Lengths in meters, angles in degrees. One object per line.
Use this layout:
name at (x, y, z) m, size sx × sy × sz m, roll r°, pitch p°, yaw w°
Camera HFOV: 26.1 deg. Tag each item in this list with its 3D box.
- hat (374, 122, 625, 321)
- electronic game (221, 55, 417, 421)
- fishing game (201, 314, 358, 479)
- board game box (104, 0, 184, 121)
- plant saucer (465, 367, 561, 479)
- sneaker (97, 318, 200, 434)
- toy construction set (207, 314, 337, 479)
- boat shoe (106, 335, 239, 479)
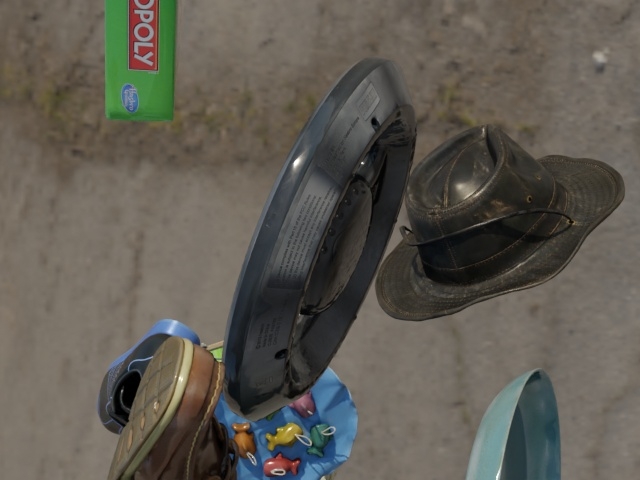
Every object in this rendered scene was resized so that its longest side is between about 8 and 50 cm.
hat at (0.184, -0.051, 1.611) m, size 0.331 × 0.331 × 0.134 m, roll 0°, pitch 124°, yaw 54°
electronic game at (0.000, 0.000, 0.822) m, size 0.048 × 0.229 × 0.229 m, roll 22°, pitch 109°, yaw 13°
fishing game at (-0.047, 0.220, 1.580) m, size 0.041 × 0.189 × 0.264 m, roll -124°, pitch 19°, yaw -68°
board game box at (-0.112, -0.246, 0.934) m, size 0.317 × 0.046 × 0.213 m, roll -96°, pitch 8°, yaw -58°
plant saucer at (0.186, 0.282, 1.354) m, size 0.043 × 0.317 × 0.318 m, roll 3°, pitch 90°, yaw 21°
sneaker at (-0.211, 0.176, 1.562) m, size 0.232 × 0.081 × 0.090 m, roll -53°, pitch 7°, yaw 49°
toy construction set at (-0.071, 0.242, 1.801) m, size 0.215 × 0.151 × 0.328 m, roll -11°, pitch 83°, yaw 20°
boat shoe at (-0.067, 0.103, 0.665) m, size 0.178 × 0.060 × 0.064 m, roll 116°, pitch 169°, yaw -54°
